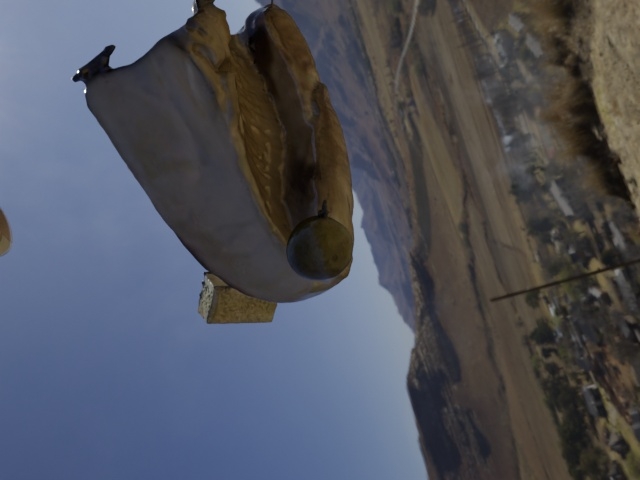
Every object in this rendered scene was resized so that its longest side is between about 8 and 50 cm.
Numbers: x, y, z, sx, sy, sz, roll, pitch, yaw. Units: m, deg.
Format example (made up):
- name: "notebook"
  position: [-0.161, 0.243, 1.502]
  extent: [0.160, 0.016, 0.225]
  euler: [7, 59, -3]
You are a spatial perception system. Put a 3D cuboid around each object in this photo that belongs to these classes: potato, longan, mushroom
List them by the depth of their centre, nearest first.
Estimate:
- name: "longan"
  position: [0.000, 0.000, 0.557]
  extent: [0.075, 0.075, 0.083]
  euler: [-45, -39, -82]
- name: "mushroom"
  position: [-0.083, -0.117, 0.781]
  extent: [0.397, 0.224, 0.314]
  euler: [59, -151, -6]
- name: "potato"
  position: [-0.129, 0.092, 0.878]
  extent: [0.061, 0.122, 0.086]
  euler: [-128, 48, -56]

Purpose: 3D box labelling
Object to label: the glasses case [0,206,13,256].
- name: "glasses case"
  position: [-0.393, -0.001, 0.566]
  extent: [0.204, 0.051, 0.080]
  euler: [-81, -22, -77]
